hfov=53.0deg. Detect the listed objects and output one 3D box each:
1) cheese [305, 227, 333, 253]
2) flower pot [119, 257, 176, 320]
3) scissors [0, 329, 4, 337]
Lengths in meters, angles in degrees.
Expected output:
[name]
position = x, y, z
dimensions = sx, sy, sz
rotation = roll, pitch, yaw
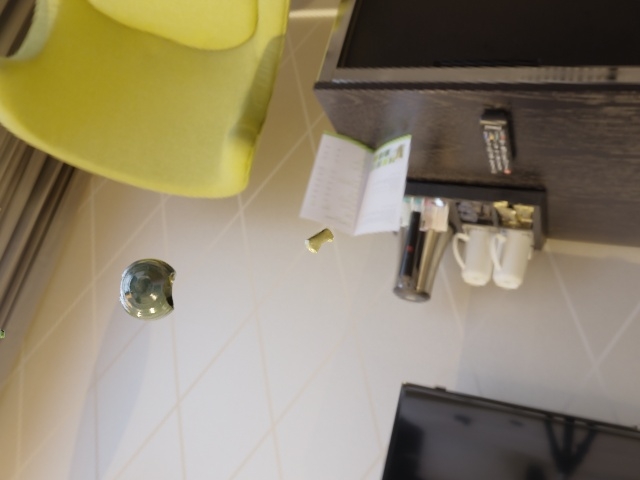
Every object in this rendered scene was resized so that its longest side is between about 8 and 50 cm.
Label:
[cheese]
position = 0.000, 0.000, 1.615
dimensions = 0.030, 0.083, 0.044
rotation = -31, 90, 52
[flower pot]
position = -0.516, 0.148, 1.932
dimensions = 0.157, 0.189, 0.243
rotation = 5, 170, -9
[scissors]
position = -0.901, 0.234, 1.593
dimensions = 0.204, 0.027, 0.101
rotation = 0, 166, -16
